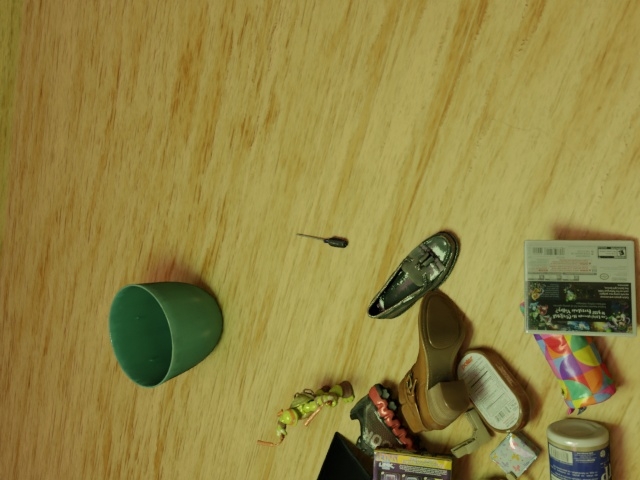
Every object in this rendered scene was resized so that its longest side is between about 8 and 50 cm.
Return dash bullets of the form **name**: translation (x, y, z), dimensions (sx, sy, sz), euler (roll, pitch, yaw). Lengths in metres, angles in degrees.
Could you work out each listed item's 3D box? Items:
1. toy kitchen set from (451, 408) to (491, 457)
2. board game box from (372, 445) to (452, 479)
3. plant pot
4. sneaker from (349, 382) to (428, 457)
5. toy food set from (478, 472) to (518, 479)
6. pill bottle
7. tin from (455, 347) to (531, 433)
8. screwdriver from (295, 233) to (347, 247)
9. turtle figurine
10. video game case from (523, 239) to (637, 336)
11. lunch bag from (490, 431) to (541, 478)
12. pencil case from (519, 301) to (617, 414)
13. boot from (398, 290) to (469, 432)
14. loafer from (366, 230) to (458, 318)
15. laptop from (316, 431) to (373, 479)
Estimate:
- **toy kitchen set**: translation (0.311, 0.421, 1.348), dimensions (0.075, 0.083, 0.068), euler (63, 168, 13)
- **board game box**: translation (0.198, 0.529, 1.337), dimensions (0.170, 0.048, 0.141), euler (2, 86, 15)
- **plant pot**: translation (-0.431, 0.252, 1.796), dimensions (0.292, 0.235, 0.293), euler (6, 100, 37)
- **sneaker**: translation (0.161, 0.479, 1.431), dimensions (0.135, 0.097, 0.276), euler (-34, 72, 7)
- **toy food set**: translation (0.373, 0.565, 1.319), dimensions (0.192, 0.038, 0.132), euler (-41, 84, 33)
- **pill bottle**: translation (0.494, 0.448, 1.175), dimensions (0.111, 0.112, 0.187), euler (-2, 96, 38)
- **tin**: translation (0.356, 0.311, 1.286), dimensions (0.106, 0.040, 0.190), euler (-53, 51, 26)
- **screwdriver**: translation (0.000, 0.000, 1.561), dimensions (0.169, 0.024, 0.025), euler (7, 130, 44)
- **turtle figurine**: translation (-0.034, 0.411, 1.517), dimensions (0.269, 0.217, 0.087), euler (-43, 70, 34)
- **video game case**: translation (0.470, 0.086, 1.125), dimensions (0.190, 0.022, 0.173), euler (0, 83, 11)
- **lunch bag**: translation (0.403, 0.445, 1.285), dimensions (0.071, 0.053, 0.083), euler (41, 110, 24)
- **pencil case**: translation (0.465, 0.206, 1.173), dimensions (0.104, 0.104, 0.237), euler (-30, 76, 37)
- **boot**: translation (0.240, 0.276, 1.368), dimensions (0.220, 0.108, 0.284), euler (118, 147, -58)
- **loafer**: translation (0.201, 0.089, 1.370), dimensions (0.096, 0.084, 0.268), euler (50, 123, 21)
- **laptop**: translation (0.150, 0.758, 1.515), dimensions (0.407, 0.236, 0.382), euler (20, 101, 5)
